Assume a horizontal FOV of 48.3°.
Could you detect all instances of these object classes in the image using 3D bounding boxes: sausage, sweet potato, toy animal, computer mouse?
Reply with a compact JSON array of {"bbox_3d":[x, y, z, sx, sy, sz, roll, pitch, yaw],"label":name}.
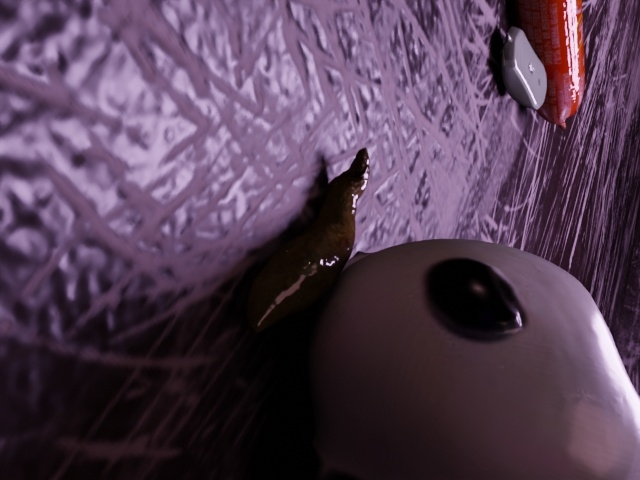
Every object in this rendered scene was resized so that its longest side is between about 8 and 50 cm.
[{"bbox_3d":[0.256,-0.232,0.797,0.074,0.074,0.274,-63,146,-33],"label":"sausage"},{"bbox_3d":[0.000,0.004,0.413,0.041,0.038,0.153,101,16,-45],"label":"sweet potato"},{"bbox_3d":[0.083,0.134,0.421,0.212,0.212,0.267,12,92,-61],"label":"toy animal"},{"bbox_3d":[0.209,-0.184,0.762,0.110,0.032,0.056,38,61,-46],"label":"computer mouse"}]
